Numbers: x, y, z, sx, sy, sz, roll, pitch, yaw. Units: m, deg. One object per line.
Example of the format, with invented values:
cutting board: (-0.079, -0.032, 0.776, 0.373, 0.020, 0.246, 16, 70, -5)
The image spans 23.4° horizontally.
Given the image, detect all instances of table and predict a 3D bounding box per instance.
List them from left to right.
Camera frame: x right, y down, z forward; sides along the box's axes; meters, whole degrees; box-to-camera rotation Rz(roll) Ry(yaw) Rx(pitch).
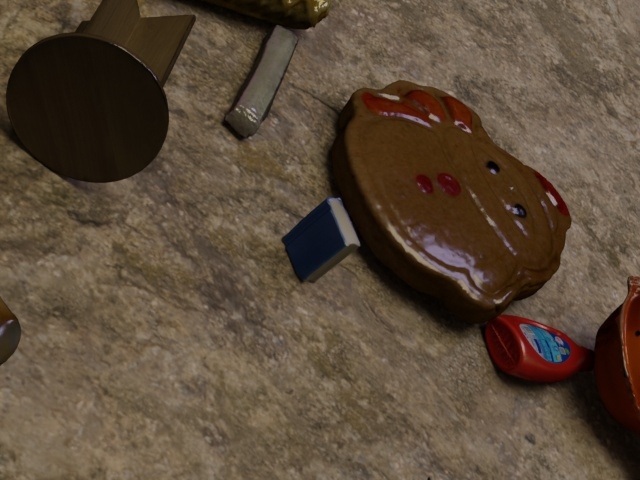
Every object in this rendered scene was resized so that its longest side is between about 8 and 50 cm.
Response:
table: (-0.219, -0.189, 1.639, 0.167, 0.167, 0.226, 37, 30, -14)

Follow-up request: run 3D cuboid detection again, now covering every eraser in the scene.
eraser: (0.000, 0.000, 1.727, 0.027, 0.085, 0.063, -2, 60, -46)

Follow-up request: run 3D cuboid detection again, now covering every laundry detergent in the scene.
laundry detergent: (0.279, 0.136, 1.915, 0.165, 0.049, 0.097, 11, 42, -41)

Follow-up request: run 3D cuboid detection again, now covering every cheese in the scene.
cheese: (0.425, 0.205, 1.923, 0.217, 0.129, 0.329, 15, 64, -56)

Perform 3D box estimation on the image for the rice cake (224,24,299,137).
rice cake: (-0.070, -0.194, 1.869, 0.047, 0.036, 0.206, 27, 42, -7)

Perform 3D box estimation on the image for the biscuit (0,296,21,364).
biscuit: (-0.415, 0.027, 1.320, 0.290, 0.062, 0.237, 51, 38, 4)

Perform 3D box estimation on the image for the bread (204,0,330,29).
bread: (-0.141, -0.332, 1.876, 0.367, 0.077, 0.084, 13, 24, -37)

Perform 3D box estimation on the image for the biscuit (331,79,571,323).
biscuit: (0.176, -0.056, 1.950, 0.381, 0.074, 0.359, -3, 58, -42)

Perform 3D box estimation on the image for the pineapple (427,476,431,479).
pineapple: (0.096, 0.362, 1.475, 0.169, 0.169, 0.340, 37, 28, -14)
